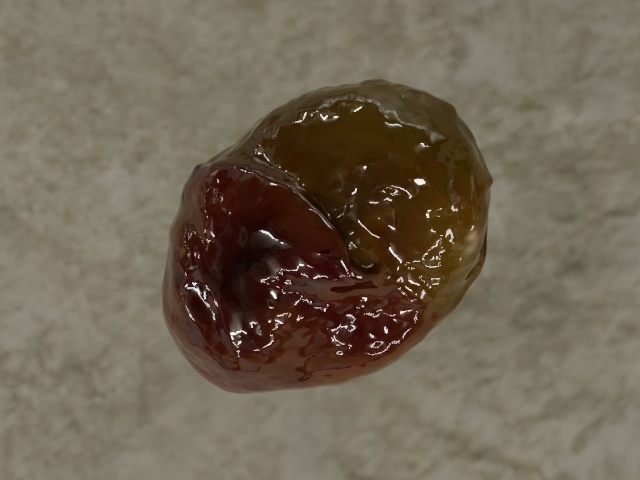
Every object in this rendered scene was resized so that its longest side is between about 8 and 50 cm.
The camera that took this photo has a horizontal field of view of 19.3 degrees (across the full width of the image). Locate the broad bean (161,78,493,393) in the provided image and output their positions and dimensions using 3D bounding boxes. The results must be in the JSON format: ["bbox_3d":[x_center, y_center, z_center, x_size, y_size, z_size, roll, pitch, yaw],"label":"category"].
[{"bbox_3d":[-0.001,0.003,1.063,0.228,0.122,0.156,-36,79,40],"label":"broad bean"}]
